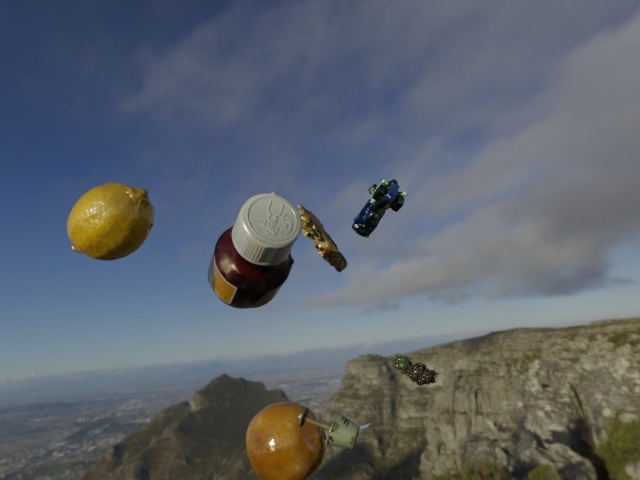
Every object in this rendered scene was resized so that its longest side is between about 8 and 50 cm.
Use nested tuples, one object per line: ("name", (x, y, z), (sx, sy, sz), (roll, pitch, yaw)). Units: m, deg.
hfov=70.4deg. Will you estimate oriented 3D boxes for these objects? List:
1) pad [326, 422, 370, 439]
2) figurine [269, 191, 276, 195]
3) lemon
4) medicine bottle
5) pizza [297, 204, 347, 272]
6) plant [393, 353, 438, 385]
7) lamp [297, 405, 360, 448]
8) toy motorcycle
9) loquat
("pad", (0.123, 0.912, 2.157), (0.232, 0.004, 0.156), (-20, -18, 7))
("figurine", (-0.179, -0.160, 1.741), (0.047, 0.050, 0.083), (-40, 9, -9))
("lemon", (-0.533, -0.047, 1.162), (0.257, 0.188, 0.188), (-34, -20, 10))
("medicine bottle", (-0.179, 0.037, 1.318), (0.243, 0.242, 0.395), (1, -28, -27))
("pizza", (0.000, 0.000, 1.565), (0.074, 0.251, 0.288), (-40, -14, 6))
("plant", (0.334, 0.465, 1.632), (0.174, 0.087, 0.085), (22, 43, 36))
("lamp", (0.028, 0.660, 1.613), (0.215, 0.121, 0.121), (17, -7, 17))
("toy motorcycle", (0.231, -0.129, 1.941), (0.125, 0.196, 0.331), (27, -36, -12))
("loquat", (-0.138, 0.802, 1.800), (0.329, 0.328, 0.328), (-6, -14, -1))
